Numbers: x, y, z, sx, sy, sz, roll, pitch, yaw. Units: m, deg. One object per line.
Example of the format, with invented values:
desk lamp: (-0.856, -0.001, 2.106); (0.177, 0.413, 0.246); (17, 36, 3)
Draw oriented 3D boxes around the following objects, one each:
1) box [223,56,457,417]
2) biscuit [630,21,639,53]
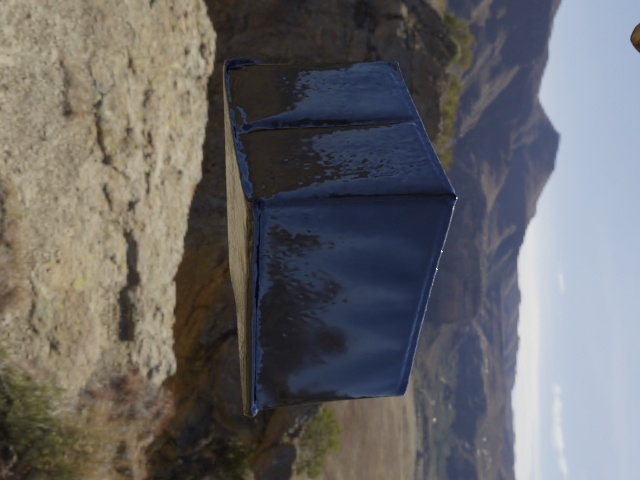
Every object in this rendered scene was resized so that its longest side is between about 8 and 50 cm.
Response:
box: (-0.001, 0.000, 0.803); (0.251, 0.204, 0.345); (-103, -167, -45)
biscuit: (0.315, -0.087, 0.457); (0.041, 0.290, 0.208); (-63, -142, 25)
